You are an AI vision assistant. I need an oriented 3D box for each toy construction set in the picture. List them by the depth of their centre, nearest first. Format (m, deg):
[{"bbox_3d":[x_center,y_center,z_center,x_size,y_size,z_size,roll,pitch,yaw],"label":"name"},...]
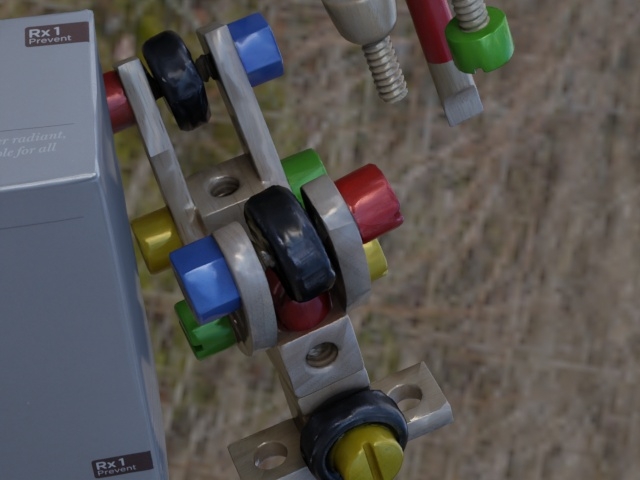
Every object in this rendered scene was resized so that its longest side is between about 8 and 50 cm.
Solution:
[{"bbox_3d":[0.000,0.000,1.041,0.309,0.257,0.237,-43,130,-25],"label":"toy construction set"}]

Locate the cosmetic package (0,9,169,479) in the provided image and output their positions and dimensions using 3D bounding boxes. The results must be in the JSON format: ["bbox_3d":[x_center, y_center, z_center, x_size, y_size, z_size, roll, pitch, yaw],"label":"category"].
[{"bbox_3d":[-0.134,0.030,0.746,0.238,0.127,0.107,83,-2,-48],"label":"cosmetic package"}]
